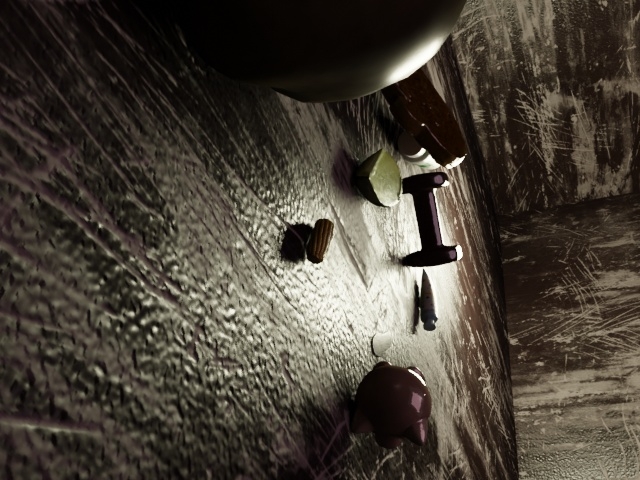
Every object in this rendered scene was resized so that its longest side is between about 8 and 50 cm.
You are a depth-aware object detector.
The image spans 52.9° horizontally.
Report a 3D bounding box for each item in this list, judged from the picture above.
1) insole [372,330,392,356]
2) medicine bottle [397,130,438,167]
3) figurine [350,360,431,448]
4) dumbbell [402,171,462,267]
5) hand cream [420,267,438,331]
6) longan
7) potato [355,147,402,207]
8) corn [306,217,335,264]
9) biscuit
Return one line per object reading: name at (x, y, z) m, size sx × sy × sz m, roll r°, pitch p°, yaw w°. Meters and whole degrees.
insole at (0.120, 0.197, 1.242) m, size 0.135 × 0.002 × 0.045 m, roll -4°, pitch 86°, yaw -69°
medicine bottle at (0.269, -0.244, 1.707) m, size 0.260 × 0.095 × 0.095 m, roll 0°, pitch 80°, yaw -70°
figurine at (0.117, 0.265, 1.041) m, size 0.138 × 0.125 × 0.125 m, roll -73°, pitch 147°, yaw -45°
dumbbell at (0.259, -0.050, 1.548) m, size 0.140 × 0.124 × 0.225 m, roll -11°, pitch 91°, yaw -70°
hand cream at (0.269, 0.149, 1.596) m, size 0.170 × 0.043 × 0.065 m, roll -81°, pitch 149°, yaw -45°
longan at (0.008, -0.339, 0.747) m, size 0.404 × 0.336 × 0.404 m, roll -48°, pitch 157°, yaw -29°
potato at (0.112, -0.120, 1.302) m, size 0.198 × 0.054 × 0.119 m, roll -40°, pitch 118°, yaw -62°
corn at (0.000, 0.000, 0.973) m, size 0.092 × 0.037 × 0.037 m, roll -69°, pitch 144°, yaw -48°
biscuit at (0.223, -0.326, 1.540) m, size 0.367 × 0.063 × 0.314 m, roll 52°, pitch 31°, yaw -11°
